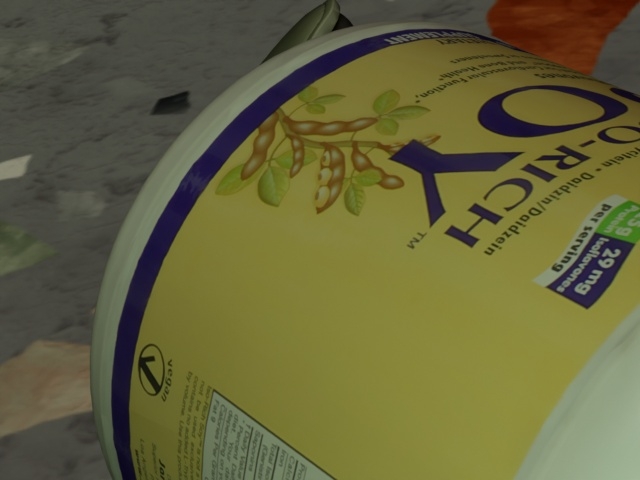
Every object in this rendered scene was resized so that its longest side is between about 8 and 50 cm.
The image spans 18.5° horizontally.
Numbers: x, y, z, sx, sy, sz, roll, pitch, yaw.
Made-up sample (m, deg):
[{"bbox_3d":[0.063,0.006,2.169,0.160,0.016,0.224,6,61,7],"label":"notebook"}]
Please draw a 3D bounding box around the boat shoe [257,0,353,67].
[{"bbox_3d":[-0.004,-0.073,1.137,0.081,0.069,0.228,-44,14,24],"label":"boat shoe"}]

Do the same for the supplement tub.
[{"bbox_3d":[0.096,0.076,0.658,0.241,0.241,0.331,-26,32,-26],"label":"supplement tub"}]
